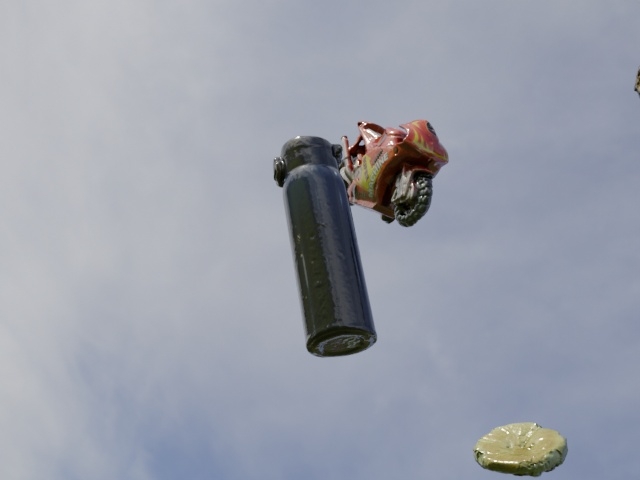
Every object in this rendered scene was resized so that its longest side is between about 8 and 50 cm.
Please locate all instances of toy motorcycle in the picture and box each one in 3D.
[{"bbox_3d":[0.110,-0.113,1.296,0.089,0.171,0.298,15,5,-26],"label":"toy motorcycle"}]

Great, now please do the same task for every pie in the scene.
[{"bbox_3d":[0.173,0.183,0.713,0.084,0.084,0.020,-4,-77,40],"label":"pie"}]

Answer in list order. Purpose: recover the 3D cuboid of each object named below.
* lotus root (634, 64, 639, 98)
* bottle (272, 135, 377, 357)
[{"bbox_3d":[0.580,-0.237,1.271,0.190,0.094,0.108,14,-3,-18],"label":"lotus root"},{"bbox_3d":[0.000,0.000,0.859,0.082,0.244,0.072,-7,-30,-4],"label":"bottle"}]
